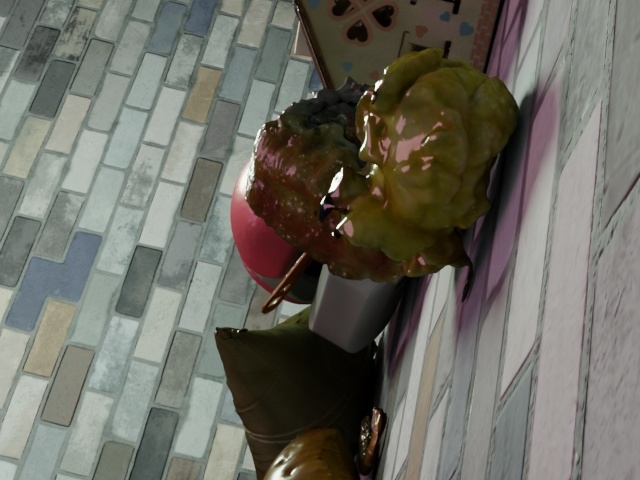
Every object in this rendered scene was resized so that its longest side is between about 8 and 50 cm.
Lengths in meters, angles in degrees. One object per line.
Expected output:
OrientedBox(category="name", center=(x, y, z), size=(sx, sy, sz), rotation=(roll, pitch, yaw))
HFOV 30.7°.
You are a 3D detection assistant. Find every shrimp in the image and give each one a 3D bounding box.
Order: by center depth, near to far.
OrientedBox(category="shrimp", center=(0.067, 0.251, 1.530), size=(0.127, 0.025, 0.091), rotation=(-90, 14, -70))

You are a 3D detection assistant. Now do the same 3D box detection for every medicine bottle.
OrientedBox(category="medicine bottle", center=(0.071, 0.019, 1.590), size=(0.179, 0.124, 0.324), rotation=(-55, -8, -27))

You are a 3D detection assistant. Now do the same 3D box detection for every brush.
OrientedBox(category="brush", center=(0.000, 0.000, 1.636), size=(0.090, 0.017, 0.314), rotation=(-18, -29, -54))

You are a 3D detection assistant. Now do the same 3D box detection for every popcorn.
OrientedBox(category="popcorn", center=(0.095, -0.064, 1.022), size=(0.195, 0.173, 0.168), rotation=(-67, 22, -1))

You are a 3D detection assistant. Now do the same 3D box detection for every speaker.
OrientedBox(category="speaker", center=(0.002, -0.046, 1.795), size=(0.294, 0.294, 0.294), rotation=(-166, 90, -90))

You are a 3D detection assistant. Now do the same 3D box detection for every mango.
OrientedBox(category="mango", center=(-0.005, 0.333, 1.459), size=(0.156, 0.151, 0.249), rotation=(-47, 15, 31))

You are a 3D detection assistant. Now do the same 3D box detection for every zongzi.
OrientedBox(category="zongzi", center=(-0.028, 0.141, 1.814), size=(0.447, 0.181, 0.418), rotation=(-75, -29, -47))

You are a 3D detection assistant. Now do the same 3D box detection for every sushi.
OrientedBox(category="sushi", center=(0.033, -0.067, 1.225), size=(0.184, 0.274, 0.139), rotation=(-38, -26, -47))

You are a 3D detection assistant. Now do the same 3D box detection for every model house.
OrientedBox(category="model house", center=(0.082, -0.247, 1.409), size=(0.169, 0.244, 0.326), rotation=(-94, 17, -82))

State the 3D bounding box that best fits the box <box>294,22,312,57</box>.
OrientedBox(category="box", center=(0.083, -0.367, 1.653), size=(0.252, 0.203, 0.106), rotation=(103, 178, -48))
